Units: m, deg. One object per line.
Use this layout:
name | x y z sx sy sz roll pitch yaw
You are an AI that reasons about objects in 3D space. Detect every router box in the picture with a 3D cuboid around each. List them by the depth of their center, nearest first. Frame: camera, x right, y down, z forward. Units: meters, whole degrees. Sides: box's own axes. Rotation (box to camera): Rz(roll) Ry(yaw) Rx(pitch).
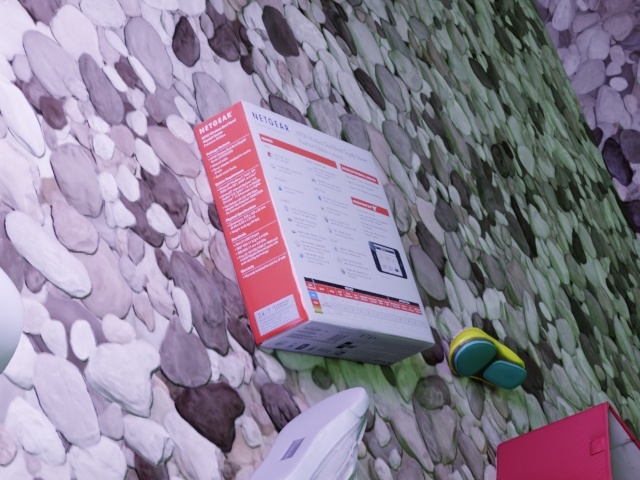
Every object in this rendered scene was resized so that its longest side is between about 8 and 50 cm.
router box | 0.000 0.000 1.764 0.335 0.082 0.301 17 51 -57

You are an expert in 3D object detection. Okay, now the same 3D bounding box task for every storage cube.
storage cube | 0.383 0.388 1.989 0.184 0.193 0.215 50 29 -25

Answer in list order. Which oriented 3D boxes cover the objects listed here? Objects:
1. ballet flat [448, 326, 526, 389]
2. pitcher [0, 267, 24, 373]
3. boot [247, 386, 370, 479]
ballet flat | 0.243 0.173 2.087 0.231 0.077 0.077 30 19 -53
pitcher | -0.346 0.027 1.061 0.207 0.125 0.178 25 28 -37
boot | 0.004 0.272 1.520 0.123 0.095 0.258 64 33 -11
